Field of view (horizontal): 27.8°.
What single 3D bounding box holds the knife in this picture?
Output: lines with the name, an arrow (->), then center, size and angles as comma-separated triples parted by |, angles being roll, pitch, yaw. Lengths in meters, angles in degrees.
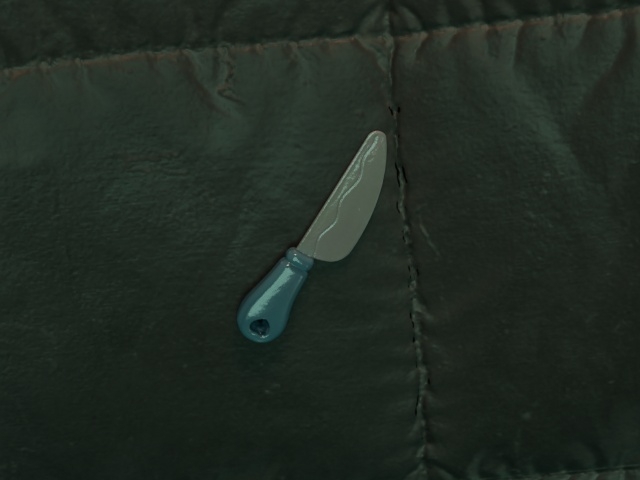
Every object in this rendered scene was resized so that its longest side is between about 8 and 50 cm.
knife -> 0.001, 0.002, 1.254 | 0.058, 0.032, 0.244 | 34, 104, -14
